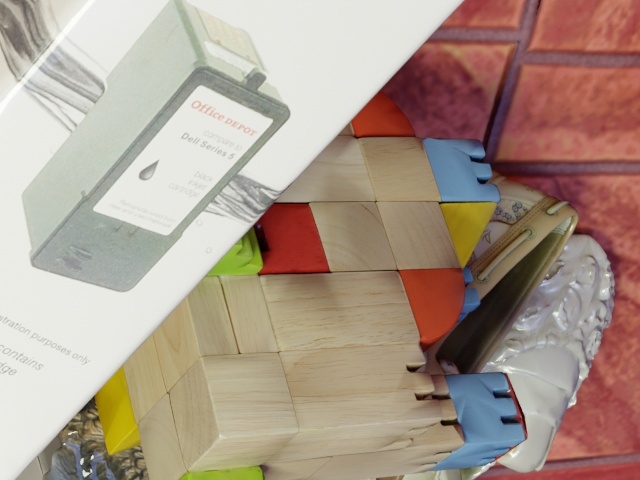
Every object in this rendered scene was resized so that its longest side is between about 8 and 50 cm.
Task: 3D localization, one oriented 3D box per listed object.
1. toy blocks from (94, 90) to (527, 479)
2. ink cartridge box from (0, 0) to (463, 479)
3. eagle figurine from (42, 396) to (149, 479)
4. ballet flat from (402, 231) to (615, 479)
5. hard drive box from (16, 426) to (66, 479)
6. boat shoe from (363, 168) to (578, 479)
[{"bbox_3d":[0.000,0.000,0.928,0.261,0.381,0.191,-1,152,-32],"label":"toy blocks"},{"bbox_3d":[-0.096,-0.073,0.567,0.273,0.198,0.115,-46,129,14],"label":"ink cartridge box"},{"bbox_3d":[-0.095,0.151,1.057,0.226,0.225,0.298,-28,126,-11],"label":"eagle figurine"},{"bbox_3d":[0.112,0.175,1.228,0.409,0.147,0.147,-45,129,13],"label":"ballet flat"},{"bbox_3d":[-0.197,0.257,1.187,0.181,0.089,0.232,15,118,-32],"label":"hard drive box"},{"bbox_3d":[0.092,0.073,1.074,0.285,0.089,0.104,-62,154,-18],"label":"boat shoe"}]
